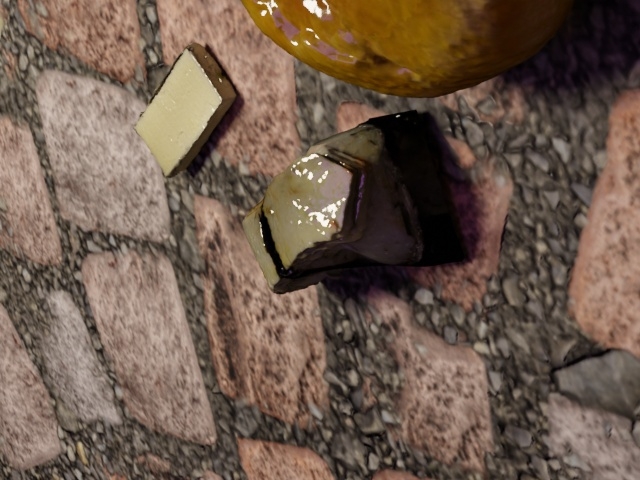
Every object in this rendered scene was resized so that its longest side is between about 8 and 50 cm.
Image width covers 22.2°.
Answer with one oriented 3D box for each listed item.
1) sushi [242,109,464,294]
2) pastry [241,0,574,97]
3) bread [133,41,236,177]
[{"bbox_3d":[-0.012,-0.015,1.395,0.273,0.109,0.134,-12,100,55],"label":"sushi"},{"bbox_3d":[0.041,-0.259,1.136,0.356,0.164,0.356,27,129,39],"label":"pastry"},{"bbox_3d":[-0.130,-0.123,1.559,0.068,0.028,0.153,57,144,12],"label":"bread"}]
